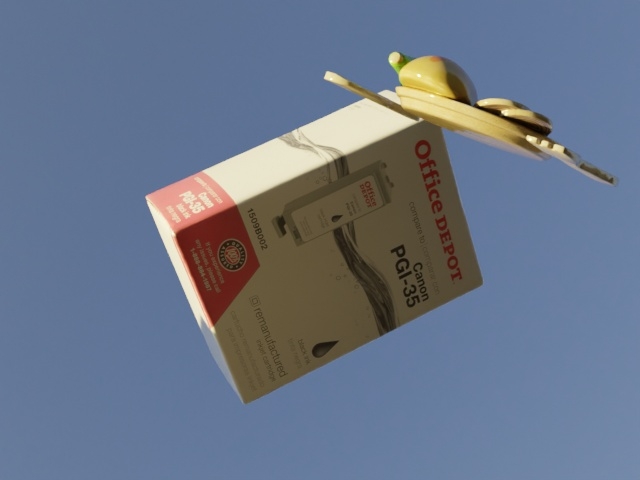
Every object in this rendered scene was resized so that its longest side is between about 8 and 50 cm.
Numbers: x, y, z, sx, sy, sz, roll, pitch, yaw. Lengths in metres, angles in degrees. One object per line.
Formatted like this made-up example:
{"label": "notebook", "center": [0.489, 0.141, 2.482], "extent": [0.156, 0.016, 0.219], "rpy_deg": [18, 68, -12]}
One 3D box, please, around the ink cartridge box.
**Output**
{"label": "ink cartridge box", "center": [0.000, 0.000, 0.981], "extent": [0.283, 0.117, 0.207], "rpy_deg": [-26, -64, -13]}

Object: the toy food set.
{"label": "toy food set", "center": [0.110, -0.091, 0.670], "extent": [0.132, 0.192, 0.038], "rpy_deg": [14, -81, -54]}
